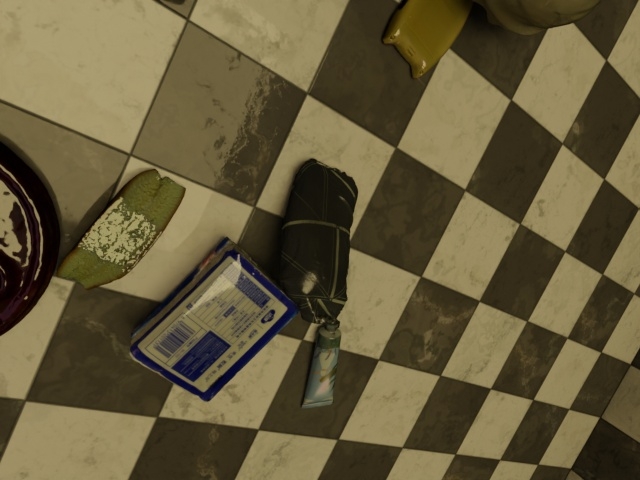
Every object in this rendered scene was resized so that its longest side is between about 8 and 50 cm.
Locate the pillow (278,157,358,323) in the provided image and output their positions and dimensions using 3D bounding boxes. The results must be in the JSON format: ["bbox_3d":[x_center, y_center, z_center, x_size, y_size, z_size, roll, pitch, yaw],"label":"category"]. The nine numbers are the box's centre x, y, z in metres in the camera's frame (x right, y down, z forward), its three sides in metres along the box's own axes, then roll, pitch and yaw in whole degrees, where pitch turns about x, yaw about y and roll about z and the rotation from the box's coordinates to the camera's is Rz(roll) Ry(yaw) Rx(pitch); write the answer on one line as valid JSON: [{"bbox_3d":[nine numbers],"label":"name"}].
[{"bbox_3d":[0.000,0.000,0.889,0.162,0.093,0.334,14,72,-25],"label":"pillow"}]

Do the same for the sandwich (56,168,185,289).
[{"bbox_3d":[-0.344,-0.013,0.764,0.094,0.096,0.258,41,84,-26],"label":"sandwich"}]

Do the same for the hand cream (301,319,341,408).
[{"bbox_3d":[0.009,0.305,1.076,0.088,0.055,0.255,-2,115,-26],"label":"hand cream"}]

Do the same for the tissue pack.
[{"bbox_3d":[-0.204,0.151,0.866,0.269,0.137,0.209,-46,123,-2],"label":"tissue pack"}]

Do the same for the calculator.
[{"bbox_3d":[0.238,-0.474,0.926,0.157,0.033,0.236,35,87,-31],"label":"calculator"}]

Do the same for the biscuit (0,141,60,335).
[{"bbox_3d":[-0.612,0.001,0.634,0.408,0.091,0.407,-9,111,-23],"label":"biscuit"}]

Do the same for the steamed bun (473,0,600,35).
[{"bbox_3d":[0.393,-0.559,0.869,0.324,0.219,0.309,27,64,-18],"label":"steamed bun"}]
